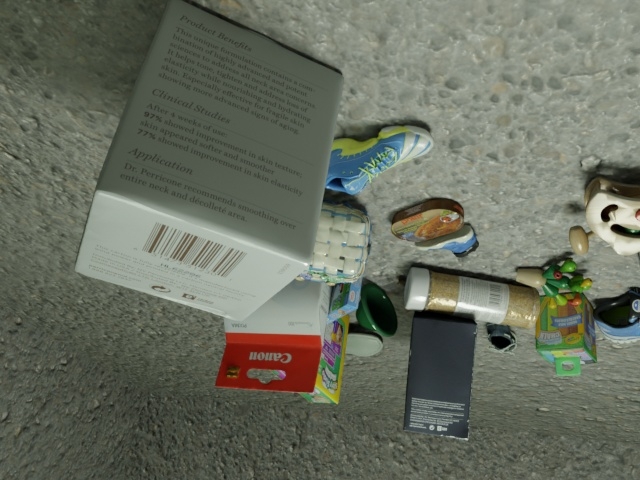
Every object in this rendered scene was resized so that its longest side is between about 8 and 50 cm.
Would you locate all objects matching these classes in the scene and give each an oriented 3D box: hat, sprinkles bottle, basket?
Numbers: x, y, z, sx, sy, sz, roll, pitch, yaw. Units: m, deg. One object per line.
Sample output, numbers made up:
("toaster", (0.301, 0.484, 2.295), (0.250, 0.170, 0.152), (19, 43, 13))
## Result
("hat", (0.116, 0.240, 1.796), (0.184, 0.173, 0.208), (-30, 176, 28))
("sprinkles bottle", (0.415, 0.160, 1.635), (0.356, 0.121, 0.121), (10, 152, 1))
("basket", (0.000, 0.000, 1.428), (0.255, 0.201, 0.289), (10, -174, 2))

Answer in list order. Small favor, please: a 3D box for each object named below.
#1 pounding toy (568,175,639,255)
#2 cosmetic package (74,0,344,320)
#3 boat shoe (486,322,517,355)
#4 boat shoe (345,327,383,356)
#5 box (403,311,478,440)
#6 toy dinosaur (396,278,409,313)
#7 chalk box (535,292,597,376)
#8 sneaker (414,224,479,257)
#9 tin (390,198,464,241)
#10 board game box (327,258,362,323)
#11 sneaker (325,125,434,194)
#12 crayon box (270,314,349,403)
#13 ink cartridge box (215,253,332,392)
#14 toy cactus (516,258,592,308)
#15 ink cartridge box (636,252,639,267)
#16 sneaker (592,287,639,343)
("pounding toy", (0.621, -0.077, 1.186), (0.270, 0.155, 0.154), (-22, 111, 31))
("cosmetic package", (-0.192, -0.120, 1.034), (0.329, 0.393, 0.327), (20, 150, -18))
("boat shoe", (0.590, 0.323, 1.920), (0.095, 0.079, 0.254), (-1, 150, 19))
("boat shoe", (0.104, 0.360, 2.151), (0.303, 0.091, 0.114), (-9, 119, 35))
("box", (0.348, 0.374, 1.734), (0.179, 0.312, 0.343), (6, 178, 10))
("toy dinosaur", (0.291, 0.168, 1.779), (0.112, 0.064, 0.211), (21, 156, 36))
("chalk box", (0.687, 0.271, 1.649), (0.132, 0.213, 0.132), (-13, 144, 36))
("sneaker", (0.316, 0.013, 1.463), (0.152, 0.058, 0.084), (-16, 134, 29))
("tin", (0.252, -0.047, 1.400), (0.106, 0.040, 0.190), (27, 148, -36))
("board game box", (0.052, 0.146, 1.692), (0.039, 0.160, 0.211), (21, 150, -18))
("sneaker", (0.106, -0.147, 1.168), (0.240, 0.126, 0.091), (-7, 147, 30))
("crayon box", (-0.025, 0.316, 1.869), (0.106, 0.313, 0.363), (-2, 149, 22))
("ink cartridge box", (-0.139, 0.221, 1.655), (0.308, 0.385, 0.091), (-2, 148, 21))
("toy cactus", (0.602, 0.115, 1.530), (0.181, 0.112, 0.219), (10, 162, 22))
("ink cartridge box", (0.818, 0.021, 1.191), (0.310, 0.130, 0.272), (-16, 143, 25))
("sneaker", (0.879, 0.198, 1.542), (0.147, 0.129, 0.330), (29, 147, -36))
